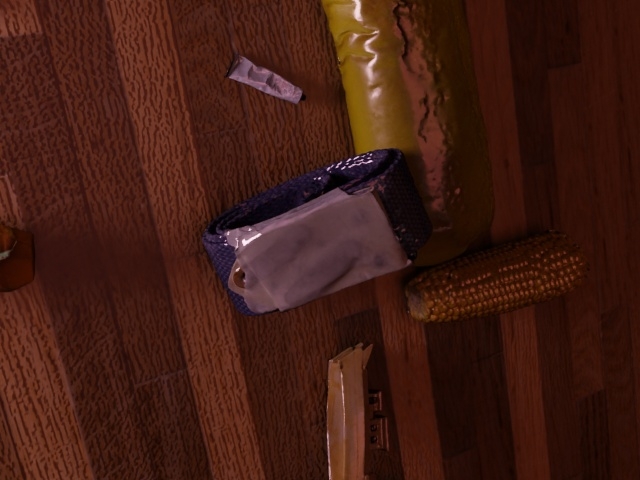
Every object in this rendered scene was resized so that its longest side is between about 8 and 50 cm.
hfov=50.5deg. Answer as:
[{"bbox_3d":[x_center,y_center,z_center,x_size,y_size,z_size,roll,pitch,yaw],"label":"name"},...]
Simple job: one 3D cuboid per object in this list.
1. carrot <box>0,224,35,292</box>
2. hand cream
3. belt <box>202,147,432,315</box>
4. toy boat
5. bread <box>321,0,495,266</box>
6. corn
[{"bbox_3d":[-0.390,0.020,0.593,0.260,0.070,0.070,-3,100,-24],"label":"carrot"},{"bbox_3d":[-0.058,-0.175,0.750,0.093,0.019,0.030,22,90,-20],"label":"hand cream"},{"bbox_3d":[0.000,0.000,0.718,0.230,0.140,0.126,-21,113,8],"label":"belt"},{"bbox_3d":[0.050,0.228,0.823,0.072,0.064,0.206,4,81,-23],"label":"toy boat"},{"bbox_3d":[0.114,-0.156,0.780,0.166,0.112,0.384,-19,106,-21],"label":"bread"},{"bbox_3d":[0.233,0.050,0.884,0.260,0.091,0.091,-12,106,-19],"label":"corn"}]
